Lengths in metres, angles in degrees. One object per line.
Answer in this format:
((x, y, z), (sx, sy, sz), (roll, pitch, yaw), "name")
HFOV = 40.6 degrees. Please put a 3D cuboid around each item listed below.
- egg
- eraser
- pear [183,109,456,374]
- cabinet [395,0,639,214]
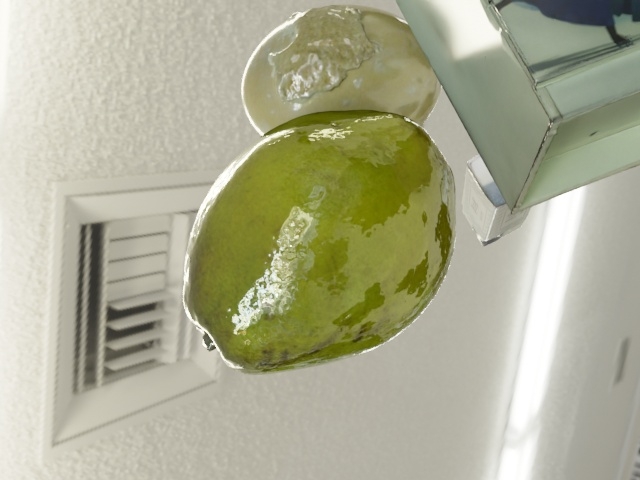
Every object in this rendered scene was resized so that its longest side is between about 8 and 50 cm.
((0.021, -0.156, 0.863), (0.164, 0.202, 0.164), (171, 90, -86), "egg")
((0.318, -0.075, 1.562), (0.098, 0.096, 0.404), (-30, -13, 3), "eraser")
((0.000, 0.000, 0.750), (0.269, 0.212, 0.212), (-45, -38, -9), "pear")
((0.153, -0.154, 0.562), (0.145, 0.206, 0.150), (-21, -20, -6), "cabinet")
